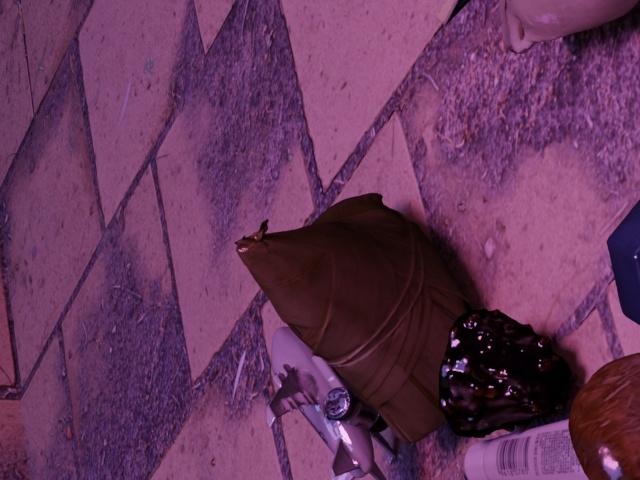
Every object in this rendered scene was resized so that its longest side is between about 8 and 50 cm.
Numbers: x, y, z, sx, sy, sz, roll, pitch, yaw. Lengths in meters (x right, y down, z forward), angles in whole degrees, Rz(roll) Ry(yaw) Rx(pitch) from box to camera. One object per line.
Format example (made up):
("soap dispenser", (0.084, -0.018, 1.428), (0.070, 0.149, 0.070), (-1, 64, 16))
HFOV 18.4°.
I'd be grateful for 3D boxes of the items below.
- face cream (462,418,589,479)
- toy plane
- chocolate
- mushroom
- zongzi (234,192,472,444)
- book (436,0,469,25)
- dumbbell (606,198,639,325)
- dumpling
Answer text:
("face cream", (0.245, 0.232, 2.132), (0.243, 0.058, 0.092), (-18, 61, 56))
("toy plane", (0.010, 0.195, 2.416), (0.101, 0.251, 0.255), (-42, 53, 19))
("chocolate", (0.218, 0.154, 2.152), (0.133, 0.156, 0.156), (7, 90, 36))
("mushroom", (0.311, 0.205, 1.884), (0.156, 0.151, 0.286), (-65, 31, 30))
("zongzi", (0.000, 0.000, 2.376), (0.181, 0.418, 0.447), (-45, 34, 11))
("book", (0.233, -0.410, 2.201), (0.228, 0.018, 0.322), (-48, -14, -54))
("dumbbell", (0.392, 0.050, 1.747), (0.325, 0.144, 0.160), (33, 145, 61))
("dumpling", (0.289, -0.357, 2.077), (0.341, 0.181, 0.260), (77, -154, -56))
